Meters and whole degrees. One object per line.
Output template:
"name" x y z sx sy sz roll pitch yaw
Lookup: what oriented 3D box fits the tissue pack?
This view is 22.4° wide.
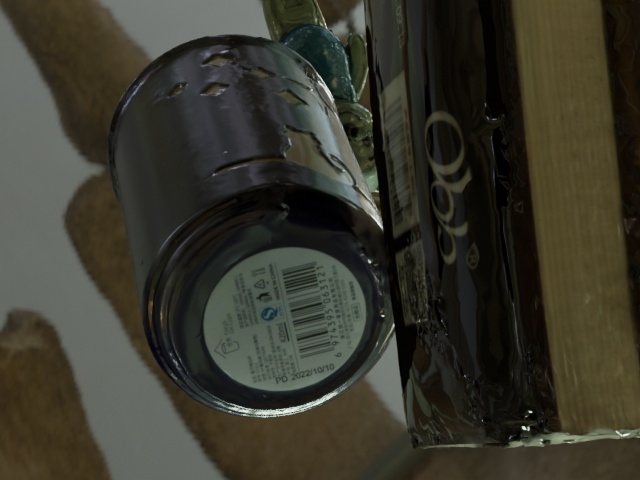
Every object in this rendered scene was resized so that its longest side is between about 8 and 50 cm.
"tissue pack" 0.126 -0.083 0.729 0.198 0.210 0.370 -2 -96 -16

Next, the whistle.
"whistle" 0.000 -0.133 1.402 0.114 0.077 0.235 -15 -105 -14

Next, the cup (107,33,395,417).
"cup" -0.007 -0.018 1.087 0.255 0.178 0.256 -10 -151 -7
